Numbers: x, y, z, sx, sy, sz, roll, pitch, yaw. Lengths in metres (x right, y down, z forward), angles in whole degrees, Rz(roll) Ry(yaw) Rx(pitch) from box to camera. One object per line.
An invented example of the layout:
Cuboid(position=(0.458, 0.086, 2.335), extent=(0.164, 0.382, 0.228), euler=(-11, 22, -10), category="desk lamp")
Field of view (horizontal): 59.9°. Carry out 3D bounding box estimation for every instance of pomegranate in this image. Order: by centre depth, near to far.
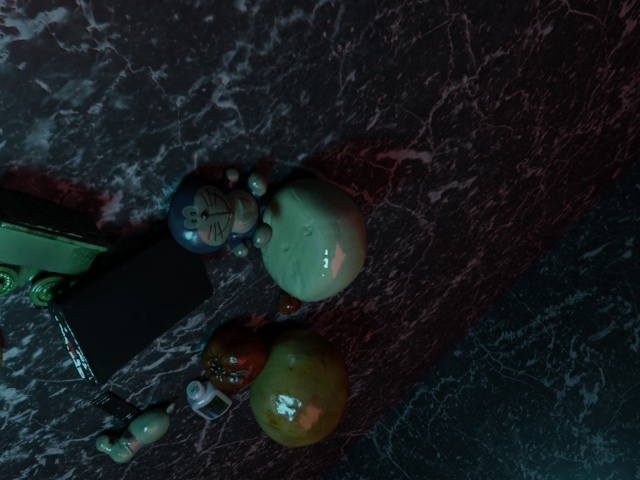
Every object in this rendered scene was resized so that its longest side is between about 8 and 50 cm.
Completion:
Cuboid(position=(-0.094, 0.516, 1.991), extent=(0.411, 0.411, 0.412), euler=(-25, 142, -22), category="pomegranate")

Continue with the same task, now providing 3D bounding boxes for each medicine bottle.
Cuboid(position=(-0.407, 0.565, 1.989), extent=(0.115, 0.078, 0.219), euler=(-35, 145, -7), category="medicine bottle")

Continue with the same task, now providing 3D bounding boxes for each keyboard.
Cuboid(position=(-0.652, 0.535, 1.780), extent=(0.061, 0.013, 0.204), euler=(-34, 145, -9), category="keyboard")

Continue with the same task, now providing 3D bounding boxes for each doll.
Cuboid(position=(-0.255, -0.067, 1.392), extent=(0.258, 0.153, 0.228), euler=(-9, 95, -49), category="doll")
Cuboid(position=(-0.600, 0.648, 1.859), extent=(0.274, 0.113, 0.155), euler=(-25, 159, -25), category="doll")

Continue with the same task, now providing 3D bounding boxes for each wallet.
Cuboid(position=(-0.426, 0.135, 1.321), extent=(0.406, 0.062, 0.229), euler=(-42, 122, -49), category="wallet")

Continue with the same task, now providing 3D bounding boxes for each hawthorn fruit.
Cuboid(position=(-0.261, 0.381, 1.844), extent=(0.243, 0.207, 0.208), euler=(-12, 137, -54), category="hawthorn fruit")
Cuboid(position=(-0.110, 0.213, 1.899), extent=(0.093, 0.093, 0.093), euler=(-25, 142, -22), category="hawthorn fruit")

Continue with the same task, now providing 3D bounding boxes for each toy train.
Cuboid(position=(-0.607, 0.025, 1.158), extent=(0.202, 0.145, 0.266), euler=(-53, 144, 11), category="toy train")

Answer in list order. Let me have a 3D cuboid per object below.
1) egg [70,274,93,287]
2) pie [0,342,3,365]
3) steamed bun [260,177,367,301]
Cuboid(position=(-0.534, 0.169, 1.365), extent=(0.169, 0.169, 0.231), euler=(-44, 134, 3), category="egg")
Cuboid(position=(-0.858, 0.281, 1.264), extent=(0.273, 0.069, 0.274), euler=(-28, 147, -20), category="pie")
Cuboid(position=(0.000, 0.000, 1.569), extent=(0.232, 0.312, 0.334), euler=(-17, 141, -41), category="steamed bun")
